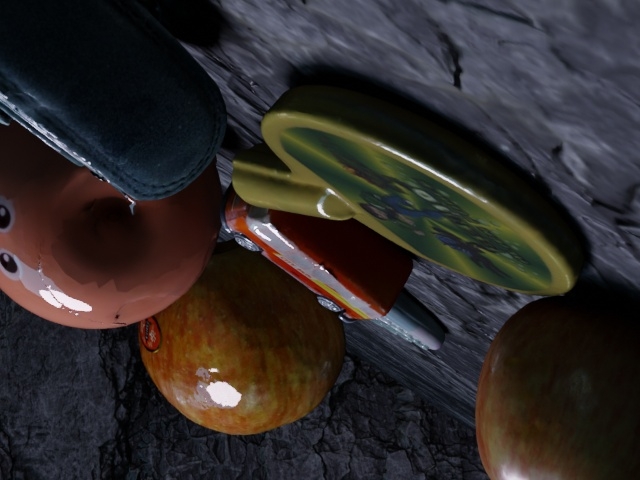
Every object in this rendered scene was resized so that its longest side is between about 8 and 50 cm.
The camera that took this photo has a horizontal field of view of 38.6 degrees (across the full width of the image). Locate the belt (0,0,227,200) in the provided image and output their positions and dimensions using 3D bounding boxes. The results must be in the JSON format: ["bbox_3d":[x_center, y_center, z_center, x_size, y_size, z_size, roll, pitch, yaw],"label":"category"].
[{"bbox_3d":[-0.172,-0.129,0.540,0.267,0.116,0.206,38,175,-10],"label":"belt"}]

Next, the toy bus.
[{"bbox_3d":[0.000,0.000,0.789,0.174,0.079,0.077,38,163,-26],"label":"toy bus"}]

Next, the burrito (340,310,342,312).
[{"bbox_3d":[-0.014,0.103,1.619,0.055,0.041,0.149,11,160,38],"label":"burrito"}]

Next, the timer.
[{"bbox_3d":[-0.204,-0.036,0.831,0.230,0.229,0.215,38,172,-29],"label":"timer"}]

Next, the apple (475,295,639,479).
[{"bbox_3d":[0.164,0.109,0.554,0.146,0.131,0.146,28,172,4],"label":"apple"}]

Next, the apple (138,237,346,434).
[{"bbox_3d":[-0.109,0.106,1.234,0.309,0.277,0.250,24,136,37],"label":"apple"}]

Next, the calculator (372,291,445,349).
[{"bbox_3d":[0.036,0.051,1.074,0.299,0.041,0.185,37,172,-37],"label":"calculator"}]

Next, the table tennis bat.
[{"bbox_3d":[0.029,-0.033,0.582,0.198,0.050,0.321,36,168,-30],"label":"table tennis bat"}]
